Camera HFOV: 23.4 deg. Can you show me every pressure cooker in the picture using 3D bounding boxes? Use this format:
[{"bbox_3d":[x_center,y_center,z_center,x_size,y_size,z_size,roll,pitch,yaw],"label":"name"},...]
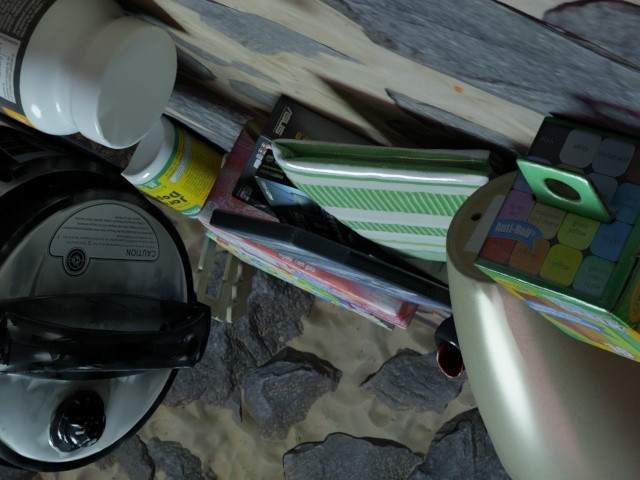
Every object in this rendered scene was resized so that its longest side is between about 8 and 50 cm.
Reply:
[{"bbox_3d":[-0.354,0.077,1.855,0.420,0.370,0.376,18,143,41],"label":"pressure cooker"}]

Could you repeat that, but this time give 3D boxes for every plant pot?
[{"bbox_3d":[0.224,0.070,1.407,0.256,0.256,0.274,22,157,44],"label":"plant pot"}]

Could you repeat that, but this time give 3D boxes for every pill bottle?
[{"bbox_3d":[-0.297,-0.203,1.601,0.278,0.162,0.162,25,175,24],"label":"pill bottle"},{"bbox_3d":[-0.210,-0.105,2.414,0.117,0.118,0.208,22,173,45],"label":"pill bottle"}]

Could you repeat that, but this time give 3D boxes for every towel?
[{"bbox_3d":[0.118,-0.032,1.567,0.247,0.038,0.325,4,166,27],"label":"towel"}]

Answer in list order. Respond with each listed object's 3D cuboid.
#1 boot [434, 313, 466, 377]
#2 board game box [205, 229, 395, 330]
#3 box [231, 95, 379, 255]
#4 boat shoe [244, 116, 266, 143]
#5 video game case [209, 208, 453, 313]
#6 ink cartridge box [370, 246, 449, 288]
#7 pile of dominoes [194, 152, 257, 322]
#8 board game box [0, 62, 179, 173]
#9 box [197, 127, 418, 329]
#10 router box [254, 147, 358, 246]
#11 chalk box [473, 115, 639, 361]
[{"bbox_3d":[0.210,0.099,1.945,0.088,0.176,0.244,30,177,20],"label":"boot"},{"bbox_3d":[0.000,0.000,2.238,0.275,0.144,0.142,24,174,24],"label":"board game box"},{"bbox_3d":[0.003,-0.064,1.774,0.183,0.056,0.231,28,162,-4],"label":"box"},{"bbox_3d":[-0.023,-0.108,1.871,0.153,0.048,0.056,34,174,-17],"label":"boat shoe"},{"bbox_3d":[0.029,0.027,1.800,0.274,0.026,0.196,21,176,-32],"label":"video game case"},{"bbox_3d":[0.133,-0.002,1.826,0.090,0.092,0.143,29,173,-11],"label":"ink cartridge box"},{"bbox_3d":[-0.142,-0.001,2.343,0.040,0.251,0.196,9,169,22],"label":"pile of dominoes"},{"bbox_3d":[-0.318,-0.194,1.912,0.232,0.141,0.291,28,175,-9],"label":"board game box"},{"bbox_3d":[0.007,-0.014,2.061,0.299,0.142,0.154,26,175,12],"label":"box"},{"bbox_3d":[-0.011,-0.046,1.692,0.092,0.038,0.122,18,159,22],"label":"router box"},{"bbox_3d":[0.217,0.000,1.164,0.132,0.132,0.213,22,173,43],"label":"chalk box"}]
